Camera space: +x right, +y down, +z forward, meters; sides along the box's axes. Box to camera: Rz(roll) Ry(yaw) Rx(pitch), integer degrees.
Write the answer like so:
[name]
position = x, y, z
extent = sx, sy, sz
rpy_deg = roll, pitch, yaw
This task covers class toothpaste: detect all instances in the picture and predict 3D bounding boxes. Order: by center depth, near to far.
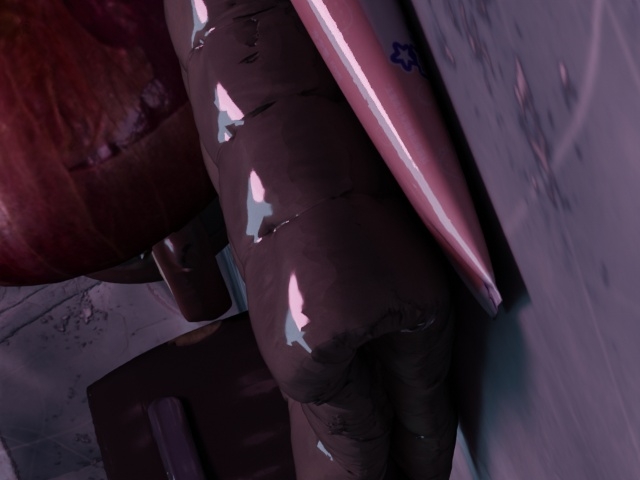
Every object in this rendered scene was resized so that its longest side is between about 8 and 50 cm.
[toothpaste]
position = 0.031, -0.058, 0.772
extent = 0.067, 0.043, 0.194
rpy_deg = 78, 167, -80

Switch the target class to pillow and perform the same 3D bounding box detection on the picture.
[pillow]
position = 0.000, 0.000, 0.932
extent = 0.326, 0.101, 0.228
rpy_deg = 85, 166, -69

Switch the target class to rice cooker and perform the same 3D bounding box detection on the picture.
[rice cooker]
position = -0.050, 0.192, 1.478
extent = 0.267, 0.225, 0.267
rpy_deg = 163, 90, -84

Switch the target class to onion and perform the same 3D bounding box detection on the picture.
[onion]
position = -0.196, -0.169, 1.149
extent = 0.385, 0.348, 0.347
rpy_deg = 72, 176, -51

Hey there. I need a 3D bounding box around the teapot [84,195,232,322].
[teapot]
position = -0.151, -0.079, 1.476
extent = 0.312, 0.233, 0.315
rpy_deg = 79, 165, -73
